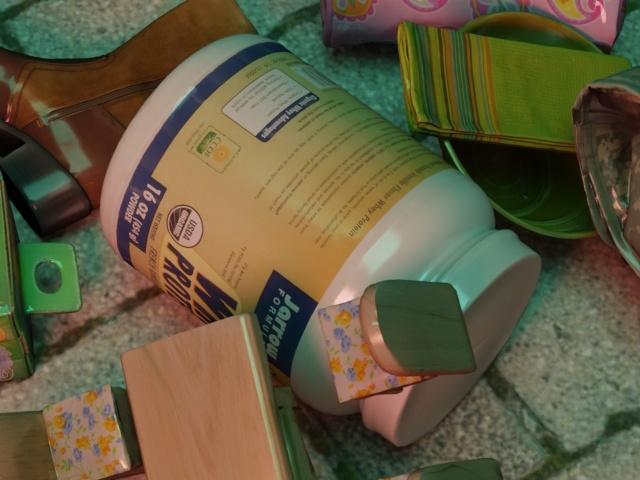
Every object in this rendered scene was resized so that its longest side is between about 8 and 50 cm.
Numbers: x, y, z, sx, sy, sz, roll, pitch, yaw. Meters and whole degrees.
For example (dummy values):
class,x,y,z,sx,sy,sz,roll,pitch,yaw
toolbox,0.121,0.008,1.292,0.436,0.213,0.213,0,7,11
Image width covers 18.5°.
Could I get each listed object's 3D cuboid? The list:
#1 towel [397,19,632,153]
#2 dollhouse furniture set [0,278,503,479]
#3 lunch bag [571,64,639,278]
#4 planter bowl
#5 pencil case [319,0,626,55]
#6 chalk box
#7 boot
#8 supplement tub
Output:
class,x,y,z,sx,sy,sz,roll,pitch,yaw
towel,0.175,-0.128,1.678,0.237,0.021,0.102,5,66,-26
dollhouse furniture set,-0.070,0.255,1.384,0.362,0.256,0.394,-19,79,27
lunch bag,0.365,-0.044,1.648,0.235,0.169,0.287,-19,63,-36
planter bowl,0.174,-0.085,1.726,0.217,0.090,0.217,12,62,-23
pencil case,0.138,-0.227,1.807,0.284,0.124,0.124,5,61,5
chalk box,-0.310,0.040,1.654,0.213,0.132,0.132,-9,62,-4
boot,-0.201,-0.171,1.791,0.280,0.096,0.264,-32,66,-17
supplement tub,0.000,0.000,1.619,0.316,0.228,0.228,37,67,19
